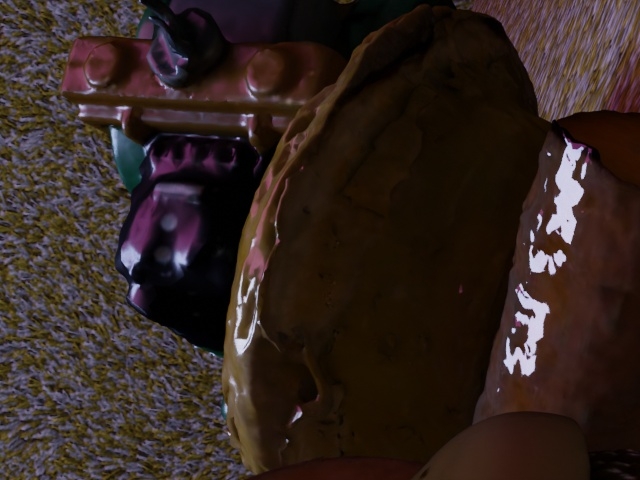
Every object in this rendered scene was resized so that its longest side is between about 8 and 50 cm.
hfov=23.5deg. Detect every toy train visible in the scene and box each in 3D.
[{"bbox_3d":[0.000,0.000,0.917,0.429,0.178,0.249,36,-115,-56],"label":"toy train"}]

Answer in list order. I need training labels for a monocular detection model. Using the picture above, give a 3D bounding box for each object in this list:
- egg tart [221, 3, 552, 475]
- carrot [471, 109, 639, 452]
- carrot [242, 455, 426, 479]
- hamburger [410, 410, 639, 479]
[{"bbox_3d":[0.067,0.029,0.771,0.295,0.116,0.295,-30,-51,-46],"label":"egg tart"},{"bbox_3d":[0.101,0.070,0.640,0.102,0.102,0.263,-72,0,-63],"label":"carrot"},{"bbox_3d":[0.011,0.224,0.599,0.254,0.196,0.196,96,-169,-55],"label":"carrot"},{"bbox_3d":[0.064,0.121,0.379,0.175,0.137,0.175,-163,90,-90],"label":"hamburger"}]
